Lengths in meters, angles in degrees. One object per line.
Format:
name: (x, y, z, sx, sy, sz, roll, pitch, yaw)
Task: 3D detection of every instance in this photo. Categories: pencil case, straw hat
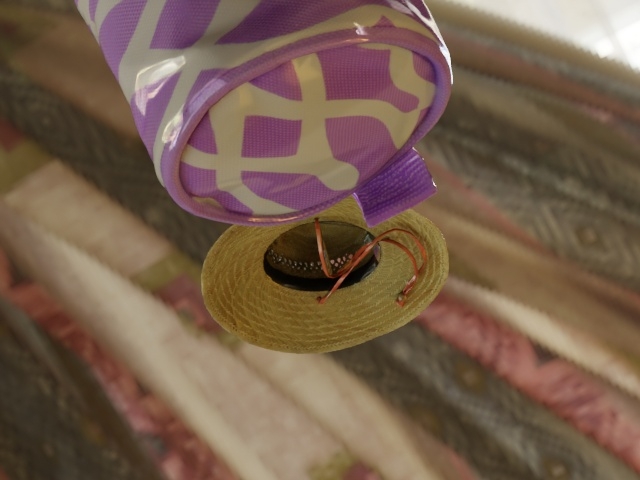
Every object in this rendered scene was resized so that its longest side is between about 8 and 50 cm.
pencil case: (-0.034, -0.103, 0.515, 0.086, 0.206, 0.088, -26, 153, 11)
straw hat: (0.000, 0.000, 1.129, 0.144, 0.144, 0.061, -24, -135, 17)
